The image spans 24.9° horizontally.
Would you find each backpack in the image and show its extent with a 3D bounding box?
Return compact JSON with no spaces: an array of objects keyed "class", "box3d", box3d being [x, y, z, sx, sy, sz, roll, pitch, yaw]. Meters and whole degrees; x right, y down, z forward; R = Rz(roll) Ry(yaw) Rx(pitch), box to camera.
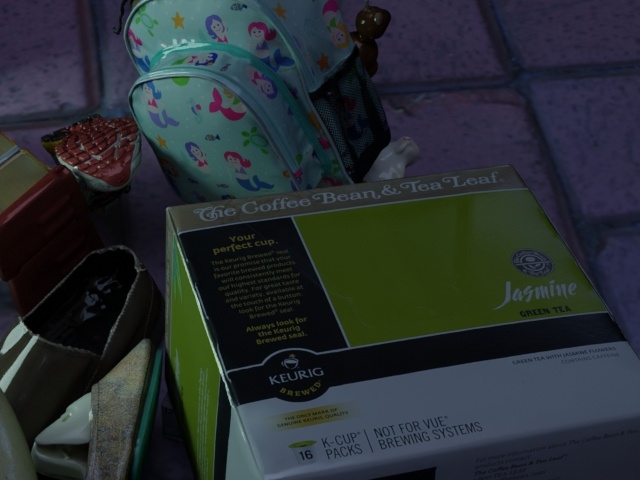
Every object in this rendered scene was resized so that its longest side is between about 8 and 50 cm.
[{"class":"backpack","box3d":[-0.074,-0.157,1.429,0.225,0.253,0.191,4,37,37]}]

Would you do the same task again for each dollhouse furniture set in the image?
[{"class":"dollhouse furniture set","box3d":[-0.427,0.032,1.434,0.201,0.152,0.374,37,66,25]}]

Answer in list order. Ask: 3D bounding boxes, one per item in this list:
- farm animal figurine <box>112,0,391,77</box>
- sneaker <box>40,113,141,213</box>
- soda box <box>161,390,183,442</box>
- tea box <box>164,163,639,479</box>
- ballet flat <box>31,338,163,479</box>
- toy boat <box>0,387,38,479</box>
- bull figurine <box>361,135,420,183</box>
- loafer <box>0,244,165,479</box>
[{"class":"farm animal figurine","box3d":[-0.078,-0.299,1.652,0.327,0.172,0.330,-23,72,-18]},{"class":"sneaker","box3d":[-0.223,-0.075,1.503,0.088,0.092,0.225,-25,15,-12]},{"class":"soda box","box3d":[-0.057,0.172,1.378,0.183,0.058,0.063,14,50,10]},{"class":"tea box","box3d":[0.059,0.126,1.228,0.329,0.220,0.323,-7,43,-15]},{"class":"ballet flat","box3d":[-0.202,0.218,1.251,0.106,0.107,0.316,8,54,-6]},{"class":"toy boat","box3d":[-0.399,0.208,1.185,0.318,0.148,0.267,-18,59,-21]},{"class":"bull figurine","box3d":[0.000,0.000,1.491,0.310,0.101,0.188,-29,34,-19]},{"class":"loafer","box3d":[-0.275,0.132,1.353,0.134,0.130,0.366,21,51,15]}]
